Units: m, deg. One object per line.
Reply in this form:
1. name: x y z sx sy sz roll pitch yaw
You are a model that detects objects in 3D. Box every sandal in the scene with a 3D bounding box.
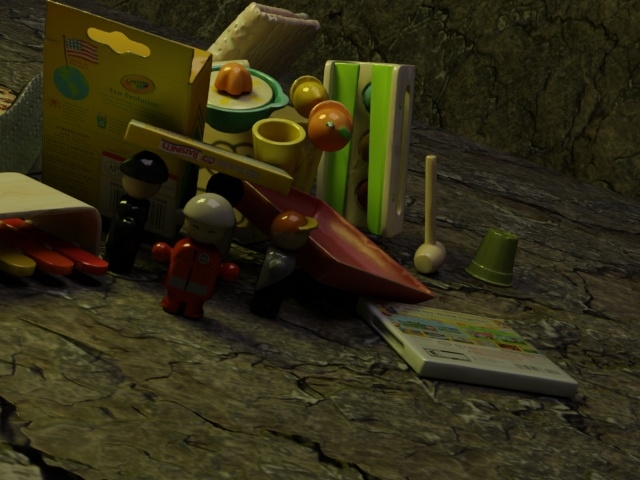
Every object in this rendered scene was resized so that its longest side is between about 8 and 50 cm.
1. sandal: -0.417 -0.131 1.726 0.097 0.054 0.254 49 41 -11

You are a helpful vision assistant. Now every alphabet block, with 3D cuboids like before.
1. alphabet block: -0.129 -0.120 1.913 0.197 0.192 0.193 23 16 20

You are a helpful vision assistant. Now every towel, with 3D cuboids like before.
1. towel: -0.157 -0.255 2.137 0.053 0.332 0.317 44 17 7

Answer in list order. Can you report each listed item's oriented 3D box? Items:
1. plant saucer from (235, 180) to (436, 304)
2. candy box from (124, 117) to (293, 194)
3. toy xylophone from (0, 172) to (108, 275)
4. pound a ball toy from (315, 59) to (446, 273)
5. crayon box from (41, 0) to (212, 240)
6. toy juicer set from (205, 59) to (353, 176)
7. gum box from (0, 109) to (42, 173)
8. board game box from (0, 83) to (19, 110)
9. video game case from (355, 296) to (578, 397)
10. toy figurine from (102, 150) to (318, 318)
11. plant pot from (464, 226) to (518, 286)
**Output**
1. plant saucer: 0.000 0.000 1.734 0.258 0.048 0.259 41 11 34
2. candy box: -0.137 -0.103 1.566 0.206 0.027 0.105 19 8 -10
3. toy xylophone: -0.392 -0.026 1.430 0.236 0.081 0.323 26 16 32
4. pound a ball toy: 0.112 -0.120 2.041 0.208 0.319 0.136 6 9 20
5. crayon box: -0.253 -0.166 1.668 0.202 0.318 0.081 19 44 6
6. toy juicer set: -0.093 -0.210 1.761 0.209 0.089 0.329 -24 45 -38
7. gum box: -0.455 -0.141 1.847 0.107 0.062 0.188 22 14 17
8. board game box: -0.523 -0.207 2.070 0.243 0.042 0.165 29 18 39
9. video game case: 0.183 0.135 1.637 0.227 0.026 0.206 10 15 -25
10. toy figurine: -0.135 -0.009 1.544 0.209 0.148 0.213 4 18 -44
11. plant pot: 0.286 0.023 2.094 0.083 0.079 0.083 16 13 -4
